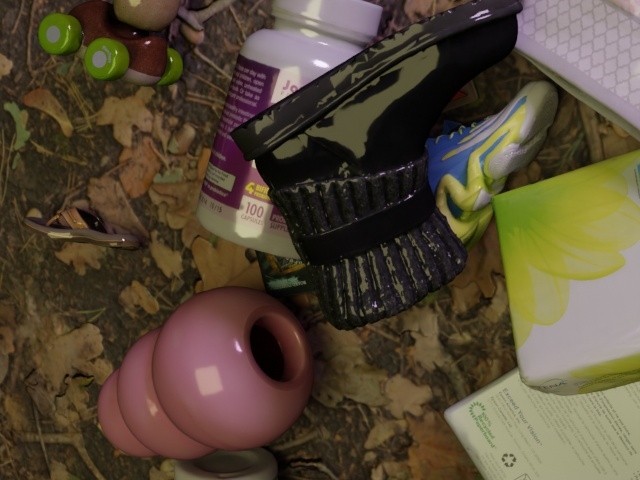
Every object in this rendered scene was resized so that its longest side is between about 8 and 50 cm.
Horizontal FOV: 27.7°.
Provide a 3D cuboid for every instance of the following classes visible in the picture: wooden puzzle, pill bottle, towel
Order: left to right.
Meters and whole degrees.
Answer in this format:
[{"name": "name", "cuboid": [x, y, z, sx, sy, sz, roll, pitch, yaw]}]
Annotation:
[{"name": "pill bottle", "cuboid": [-0.122, 0.405, 1.722, 0.136, 0.136, 0.246, 7, 105, 28]}, {"name": "pill bottle", "cuboid": [-0.029, -0.143, 1.509, 0.169, 0.169, 0.302, 21, 101, 24]}, {"name": "wooden puzzle", "cuboid": [0.141, -0.184, 1.505, 0.078, 0.014, 0.116, -26, 89, 32]}, {"name": "towel", "cuboid": [0.349, -0.266, 1.283, 0.332, 0.053, 0.317, 42, 112, 31]}]

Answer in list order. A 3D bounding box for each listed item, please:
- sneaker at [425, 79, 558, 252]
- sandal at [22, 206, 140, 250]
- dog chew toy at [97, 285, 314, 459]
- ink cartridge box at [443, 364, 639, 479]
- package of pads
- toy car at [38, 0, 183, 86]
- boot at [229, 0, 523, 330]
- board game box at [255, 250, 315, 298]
[{"name": "sneaker", "cuboid": [0.163, -0.099, 1.469, 0.126, 0.091, 0.240, 40, 113, 22]}, {"name": "sandal", "cuboid": [-0.323, -0.020, 1.776, 0.180, 0.072, 0.049, 8, 90, 26]}, {"name": "dog chew toy", "cuboid": [-0.164, 0.188, 1.665, 0.331, 0.206, 0.207, -28, 87, 39]}, {"name": "ink cartridge box", "cuboid": [0.358, 0.245, 1.449, 0.330, 0.071, 0.324, -34, 84, 22]}, {"name": "package of pads", "cuboid": [0.336, 0.027, 1.347, 0.296, 0.101, 0.229, -19, 65, 31]}, {"name": "toy car", "cuboid": [-0.234, -0.299, 1.615, 0.149, 0.155, 0.188, 29, 105, 20]}, {"name": "boot", "cuboid": [0.104, -0.084, 1.376, 0.348, 0.131, 0.260, -29, 98, 15]}, {"name": "board game box", "cuboid": [0.000, 0.000, 1.620, 0.186, 0.026, 0.126, -11, 97, 31]}]
